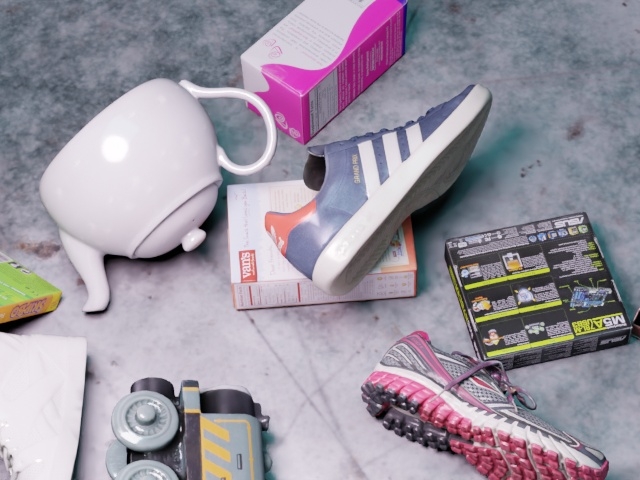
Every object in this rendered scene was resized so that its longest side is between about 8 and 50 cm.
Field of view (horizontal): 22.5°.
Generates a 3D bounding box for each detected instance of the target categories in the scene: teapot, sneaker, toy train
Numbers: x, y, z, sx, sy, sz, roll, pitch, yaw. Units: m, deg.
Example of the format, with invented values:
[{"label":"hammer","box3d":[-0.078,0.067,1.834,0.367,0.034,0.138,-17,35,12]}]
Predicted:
[{"label":"teapot","box3d":[-0.208,-0.069,2.011,0.187,0.256,0.252,47,48,4]},{"label":"sneaker","box3d":[-0.363,0.226,1.854,0.169,0.108,0.292,9,45,-12]},{"label":"sneaker","box3d":[0.198,0.197,1.862,0.299,0.121,0.112,26,58,19]},{"label":"sneaker","box3d":[0.069,-0.096,1.981,0.148,0.131,0.350,35,62,19]},{"label":"toy train","box3d":[-0.142,0.303,1.802,0.190,0.142,0.334,2,52,-11]}]

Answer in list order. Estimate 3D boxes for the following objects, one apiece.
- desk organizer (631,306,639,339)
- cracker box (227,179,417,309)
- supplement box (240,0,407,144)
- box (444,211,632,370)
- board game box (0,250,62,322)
[{"label":"desk organizer","box3d":[0.443,0.113,1.951,0.130,0.050,0.047,28,61,20]},{"label":"cracker box","box3d":[0.000,0.000,2.038,0.232,0.067,0.156,-3,54,-1]},{"label":"supplement box","box3d":[0.007,-0.253,2.185,0.111,0.114,0.220,36,63,23]},{"label":"box","box3d":[0.267,0.062,1.998,0.191,0.045,0.184,-12,58,-7]},{"label":"board game box","box3d":[-0.436,0.061,1.936,0.124,0.259,0.039,30,107,21]}]
